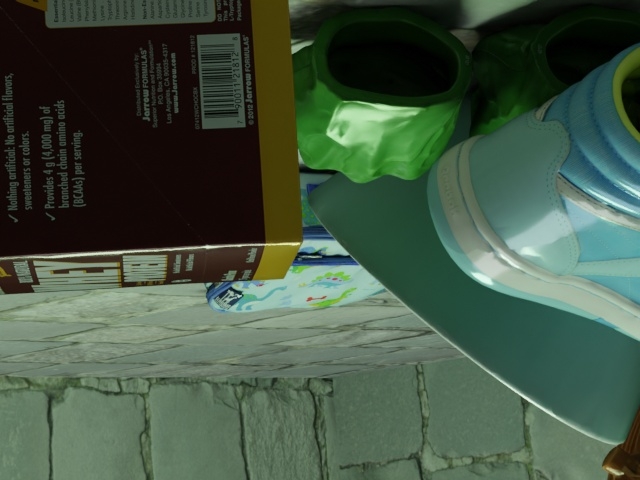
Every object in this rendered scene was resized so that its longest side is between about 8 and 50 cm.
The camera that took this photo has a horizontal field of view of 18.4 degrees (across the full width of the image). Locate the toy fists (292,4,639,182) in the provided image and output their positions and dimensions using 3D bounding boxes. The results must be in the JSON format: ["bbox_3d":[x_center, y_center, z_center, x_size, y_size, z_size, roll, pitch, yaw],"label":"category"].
[{"bbox_3d":[0.101,-0.098,1.339,0.279,0.096,0.142,-3,156,-15],"label":"toy fists"}]

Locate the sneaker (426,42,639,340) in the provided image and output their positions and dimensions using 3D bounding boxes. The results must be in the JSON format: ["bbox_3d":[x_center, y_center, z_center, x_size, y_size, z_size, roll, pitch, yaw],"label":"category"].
[{"bbox_3d":[0.246,-0.030,1.276,0.319,0.127,0.208,9,148,-42],"label":"sneaker"}]

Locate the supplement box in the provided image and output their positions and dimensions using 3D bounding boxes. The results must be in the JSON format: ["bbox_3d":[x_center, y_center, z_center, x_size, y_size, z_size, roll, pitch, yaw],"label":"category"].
[{"bbox_3d":[-0.116,-0.075,1.046,0.194,0.191,0.129,-3,171,-6],"label":"supplement box"}]

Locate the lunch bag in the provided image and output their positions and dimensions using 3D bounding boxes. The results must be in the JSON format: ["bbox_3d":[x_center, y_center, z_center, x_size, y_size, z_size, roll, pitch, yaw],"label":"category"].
[{"bbox_3d":[0.000,0.000,1.893,0.219,0.090,0.176,0,154,-38],"label":"lunch bag"}]

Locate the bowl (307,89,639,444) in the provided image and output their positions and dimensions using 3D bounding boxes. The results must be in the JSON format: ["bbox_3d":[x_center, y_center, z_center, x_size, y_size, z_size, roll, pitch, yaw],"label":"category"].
[{"bbox_3d":[0.160,-0.002,1.523,0.163,0.311,0.311,-52,158,10],"label":"bowl"}]

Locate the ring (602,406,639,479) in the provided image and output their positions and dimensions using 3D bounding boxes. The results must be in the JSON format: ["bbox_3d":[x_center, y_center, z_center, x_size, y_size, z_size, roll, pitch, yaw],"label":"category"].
[{"bbox_3d":[0.315,0.065,1.539,0.032,0.336,0.336,35,168,-2],"label":"ring"}]
